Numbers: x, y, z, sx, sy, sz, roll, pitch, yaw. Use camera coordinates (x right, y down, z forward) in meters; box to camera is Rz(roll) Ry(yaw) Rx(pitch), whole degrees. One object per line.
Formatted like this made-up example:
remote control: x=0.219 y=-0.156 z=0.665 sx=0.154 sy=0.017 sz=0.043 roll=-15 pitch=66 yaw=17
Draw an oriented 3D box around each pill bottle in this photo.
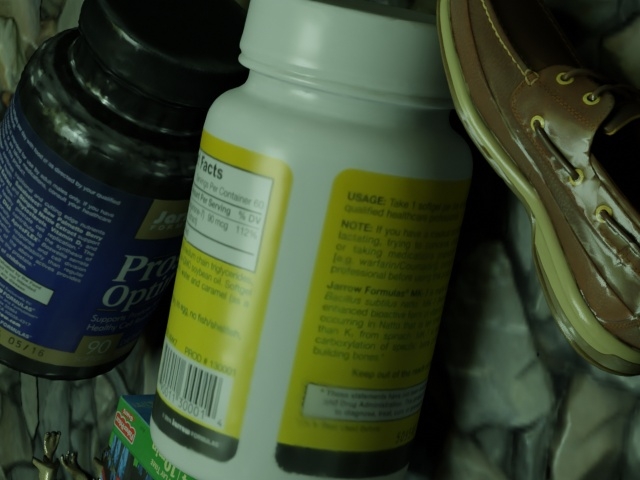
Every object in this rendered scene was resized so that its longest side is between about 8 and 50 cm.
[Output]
pill bottle: x=-0.118 y=-0.037 z=0.853 sx=0.219 sy=0.123 sz=0.122 roll=-58 pitch=44 yaw=34
pill bottle: x=0.000 y=0.000 z=0.688 sx=0.119 sy=0.119 sz=0.208 roll=27 pitch=109 yaw=52

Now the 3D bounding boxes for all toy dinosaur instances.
toy dinosaur: x=-0.154 y=0.174 z=0.939 sx=0.183 sy=0.053 sz=0.092 roll=-121 pitch=43 yaw=-72

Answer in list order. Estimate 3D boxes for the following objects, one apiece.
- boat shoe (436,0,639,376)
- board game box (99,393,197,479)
boat shoe: x=0.102 y=-0.038 z=0.602 sx=0.060 sy=0.064 sz=0.178 roll=-41 pitch=62 yaw=39
board game box: x=-0.085 y=0.214 z=0.857 sx=0.160 sy=0.039 sz=0.211 roll=35 pitch=116 yaw=50
